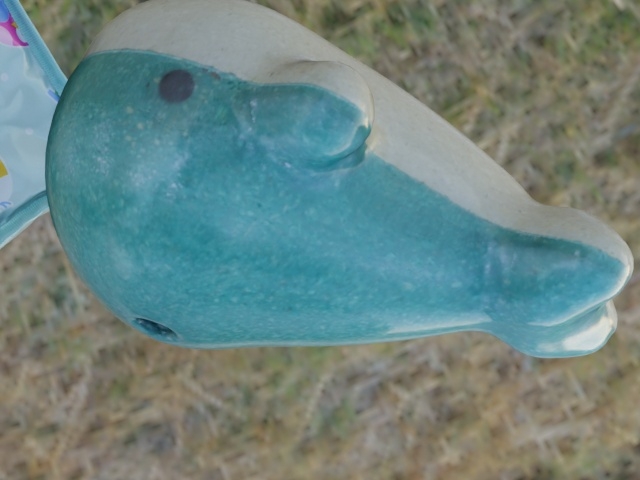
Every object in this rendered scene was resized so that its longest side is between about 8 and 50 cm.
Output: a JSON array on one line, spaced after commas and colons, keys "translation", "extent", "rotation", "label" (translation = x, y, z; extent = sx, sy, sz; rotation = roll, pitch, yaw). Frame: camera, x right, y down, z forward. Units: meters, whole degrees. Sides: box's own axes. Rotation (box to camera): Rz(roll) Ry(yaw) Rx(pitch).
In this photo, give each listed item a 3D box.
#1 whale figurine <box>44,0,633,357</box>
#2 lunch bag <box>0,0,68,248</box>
[{"translation": [0.000, 0.000, 0.817], "extent": [0.141, 0.272, 0.216], "rotation": [-63, 169, -19], "label": "whale figurine"}, {"translation": [-0.267, -0.112, 1.139], "extent": [0.160, 0.223, 0.262], "rotation": [-37, 102, -15], "label": "lunch bag"}]
